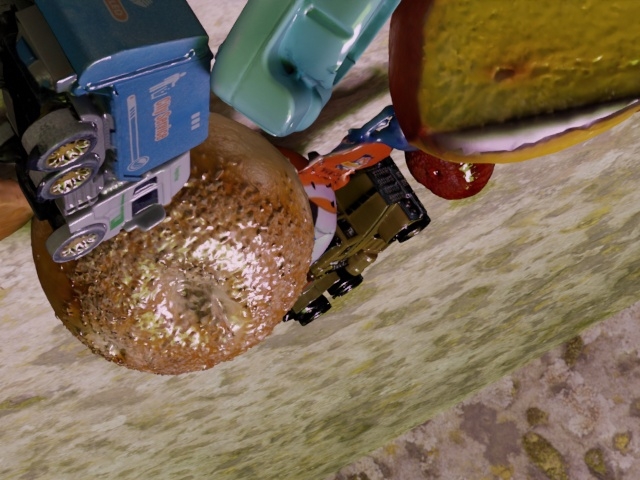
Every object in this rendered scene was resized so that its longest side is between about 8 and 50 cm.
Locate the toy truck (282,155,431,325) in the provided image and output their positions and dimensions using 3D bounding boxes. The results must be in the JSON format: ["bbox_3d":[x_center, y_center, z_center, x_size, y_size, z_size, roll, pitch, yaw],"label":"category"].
[{"bbox_3d":[0.004,-0.002,2.258,0.257,0.127,0.127,-39,168,31],"label":"toy truck"}]

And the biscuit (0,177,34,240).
[{"bbox_3d":[-0.444,0.035,1.869,0.376,0.051,0.269,-31,165,21],"label":"biscuit"}]

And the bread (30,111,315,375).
[{"bbox_3d":[-0.142,0.014,1.908,0.305,0.159,0.305,-8,130,-10],"label":"bread"}]

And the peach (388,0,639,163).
[{"bbox_3d":[0.218,-0.208,1.795,0.306,0.242,0.380,-11,-174,32],"label":"peach"}]

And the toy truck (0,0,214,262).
[{"bbox_3d":[-0.196,-0.118,1.625,0.175,0.146,0.367,-26,164,-15],"label":"toy truck"}]

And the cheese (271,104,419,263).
[{"bbox_3d":[-0.031,-0.050,2.088,0.329,0.129,0.217,-32,165,14],"label":"cheese"}]

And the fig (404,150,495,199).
[{"bbox_3d":[0.174,-0.109,2.230,0.153,0.119,0.119,-14,159,-32],"label":"fig"}]

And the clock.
[{"bbox_3d":[0.021,-0.218,1.571,0.274,0.094,0.223,-54,178,14],"label":"clock"}]
